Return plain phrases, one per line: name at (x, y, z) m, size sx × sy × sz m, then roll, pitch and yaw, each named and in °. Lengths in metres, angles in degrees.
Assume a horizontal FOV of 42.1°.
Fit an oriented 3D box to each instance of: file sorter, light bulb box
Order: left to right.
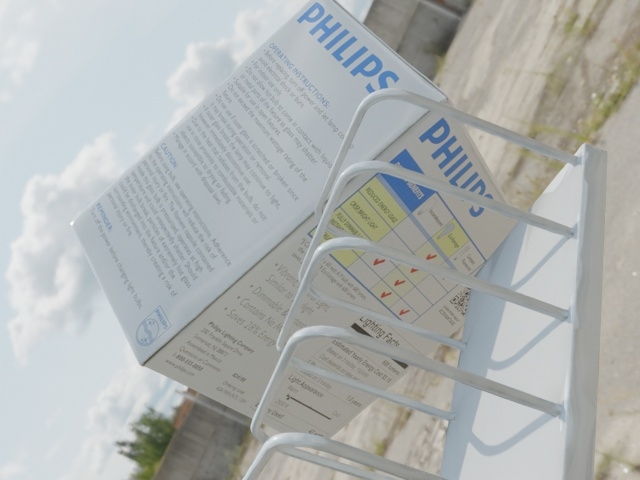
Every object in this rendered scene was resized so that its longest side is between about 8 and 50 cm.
light bulb box at (0.000, 0.000, 0.915) m, size 0.361 × 0.225 × 0.358 m, roll -41°, pitch -37°, yaw 4°
file sorter at (0.062, 0.069, 0.559) m, size 0.193 × 0.173 × 0.278 m, roll 115°, pitch 173°, yaw -54°
